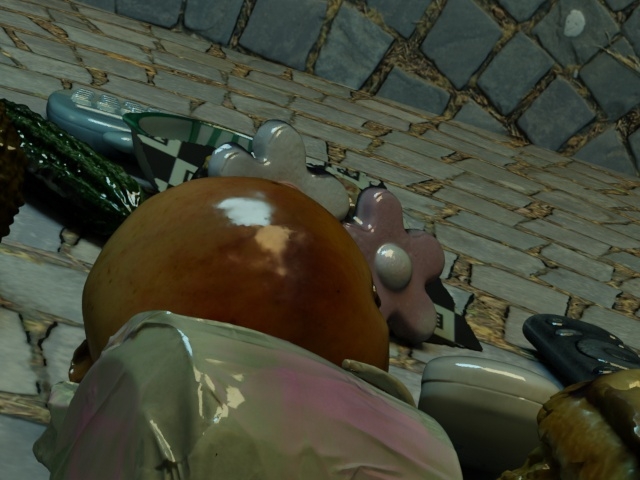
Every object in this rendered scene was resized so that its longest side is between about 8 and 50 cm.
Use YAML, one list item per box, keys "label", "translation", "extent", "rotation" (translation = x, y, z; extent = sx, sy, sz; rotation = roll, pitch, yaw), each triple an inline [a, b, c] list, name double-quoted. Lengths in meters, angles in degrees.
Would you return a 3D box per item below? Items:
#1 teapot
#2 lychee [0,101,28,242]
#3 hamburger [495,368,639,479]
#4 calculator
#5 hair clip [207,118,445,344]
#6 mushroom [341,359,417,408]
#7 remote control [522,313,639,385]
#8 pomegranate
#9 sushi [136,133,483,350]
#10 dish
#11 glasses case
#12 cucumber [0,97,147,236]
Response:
- label: "teapot"
  translation: [-0.038, 0.135, 0.750]
  extent: [0.178, 0.163, 0.221]
  rotation: [14, -24, -25]
- label: "lychee"
  translation: [-0.291, -0.047, 1.145]
  extent: [0.171, 0.171, 0.171]
  rotation: [17, 12, -4]
- label: "hamburger"
  translation: [0.197, 0.177, 0.829]
  extent: [0.244, 0.163, 0.244]
  rotation: [30, 17, -10]
- label: "calculator"
  translation: [-0.223, -0.127, 1.826]
  extent: [0.188, 0.042, 0.303]
  rotation: [16, 12, -16]
- label: "hair clip"
  translation: [0.005, -0.002, 1.374]
  extent: [0.257, 0.146, 0.075]
  rotation: [29, -35, -18]
- label: "mushroom"
  translation: [0.112, 0.151, 0.958]
  extent: [0.306, 0.068, 0.043]
  rotation: [29, 14, -27]
- label: "remote control"
  translation: [0.282, 0.146, 1.360]
  extent: [0.107, 0.044, 0.377]
  rotation: [21, 11, -18]
- label: "pomegranate"
  translation: [-0.053, 0.056, 0.950]
  extent: [0.191, 0.191, 0.191]
  rotation: [17, 12, -4]
- label: "sushi"
  translation: [-0.003, -0.021, 1.465]
  extent: [0.290, 0.050, 0.264]
  rotation: [10, 35, -32]
- label: "dish"
  translation: [-0.093, -0.059, 1.627]
  extent: [0.246, 0.078, 0.224]
  rotation: [16, 13, -7]
- label: "glasses case"
  translation: [0.109, 0.117, 1.043]
  extent: [0.092, 0.059, 0.233]
  rotation: [12, -13, 5]
- label: "cucumber"
  translation: [-0.238, -0.062, 1.466]
  extent: [0.265, 0.077, 0.077]
  rotation: [30, 17, 36]
